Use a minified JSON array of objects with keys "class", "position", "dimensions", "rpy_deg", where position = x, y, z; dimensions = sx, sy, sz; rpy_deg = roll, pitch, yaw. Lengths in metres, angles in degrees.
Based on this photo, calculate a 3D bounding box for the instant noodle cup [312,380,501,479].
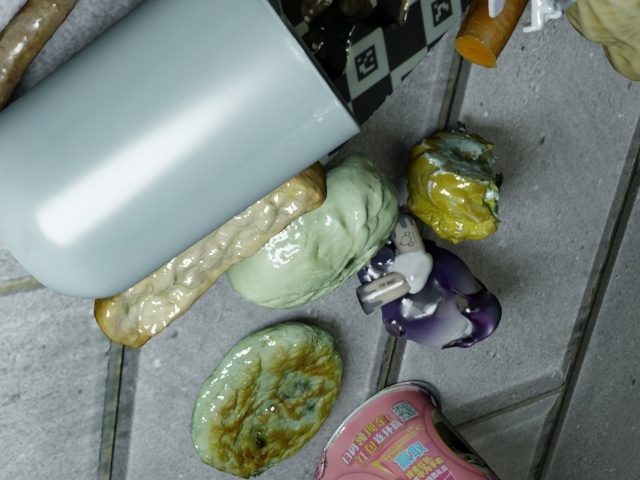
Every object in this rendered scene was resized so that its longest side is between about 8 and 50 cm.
[{"class":"instant noodle cup","position":[0.155,0.363,1.739],"dimensions":[0.244,0.255,0.244],"rpy_deg":[-21,130,-28]}]

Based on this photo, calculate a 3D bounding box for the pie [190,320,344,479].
[{"class":"pie","position":[-0.065,0.206,1.576],"dimensions":[0.240,0.054,0.240],"rpy_deg":[-24,134,-27]}]

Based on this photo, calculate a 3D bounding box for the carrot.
[{"class":"carrot","position":[0.223,-0.307,1.420],"dimensions":[0.067,0.067,0.225],"rpy_deg":[48,62,-49]}]

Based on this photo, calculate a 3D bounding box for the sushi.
[{"class":"sushi","position":[0.005,-0.280,1.292],"dimensions":[0.320,0.068,0.339],"rpy_deg":[-50,140,-15]}]

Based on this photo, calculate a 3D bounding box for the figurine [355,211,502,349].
[{"class":"figurine","position":[0.149,0.065,1.611],"dimensions":[0.145,0.145,0.222],"rpy_deg":[-52,138,0]}]

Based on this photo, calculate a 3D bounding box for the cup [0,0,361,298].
[{"class":"cup","position":[-0.143,-0.098,1.092],"dimensions":[0.312,0.205,0.205],"rpy_deg":[-34,139,6]}]

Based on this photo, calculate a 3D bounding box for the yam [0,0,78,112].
[{"class":"yam","position":[-0.284,-0.156,1.119],"dimensions":[0.045,0.045,0.327],"rpy_deg":[34,94,-41]}]

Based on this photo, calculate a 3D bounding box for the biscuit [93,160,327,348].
[{"class":"biscuit","position":[-0.121,-0.011,1.263],"dimensions":[0.274,0.213,0.091],"rpy_deg":[-42,106,5]}]

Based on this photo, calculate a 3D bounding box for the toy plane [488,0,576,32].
[{"class":"toy plane","position":[0.228,-0.339,1.310],"dimensions":[0.252,0.118,0.252],"rpy_deg":[-22,122,-42]}]

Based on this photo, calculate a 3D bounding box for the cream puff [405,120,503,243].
[{"class":"cream puff","position":[0.168,-0.058,1.538],"dimensions":[0.121,0.156,0.156],"rpy_deg":[-3,128,1]}]

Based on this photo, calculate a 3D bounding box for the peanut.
[{"class":"peanut","position":[0.396,-0.303,1.566],"dimensions":[0.152,0.152,0.313],"rpy_deg":[-54,145,3]}]

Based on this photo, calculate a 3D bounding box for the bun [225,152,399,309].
[{"class":"bun","position":[-0.002,0.002,1.389],"dimensions":[0.221,0.108,0.221],"rpy_deg":[-38,176,-3]}]
